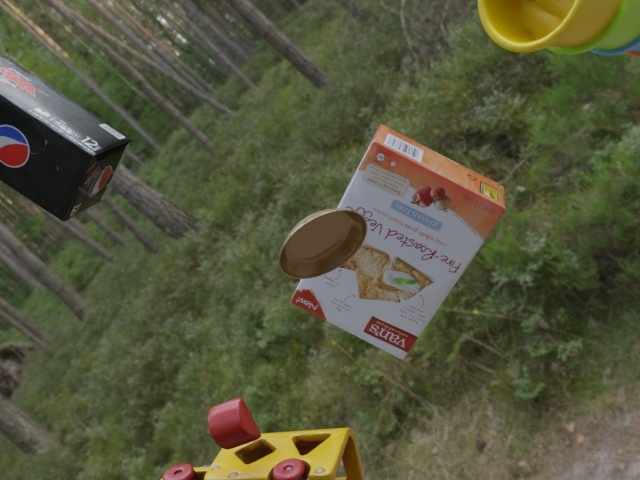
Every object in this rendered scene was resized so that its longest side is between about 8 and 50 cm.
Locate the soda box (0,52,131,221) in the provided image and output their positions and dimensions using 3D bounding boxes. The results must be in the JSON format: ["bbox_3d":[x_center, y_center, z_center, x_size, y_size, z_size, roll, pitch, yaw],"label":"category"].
[{"bbox_3d":[-0.221,-0.087,0.430,0.060,0.169,0.053,-56,1,24],"label":"soda box"}]

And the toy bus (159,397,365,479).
[{"bbox_3d":[-0.057,0.224,0.558,0.191,0.202,0.104,-55,-3,20],"label":"toy bus"}]

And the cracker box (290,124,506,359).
[{"bbox_3d":[0.082,0.008,0.721,0.232,0.155,0.067,-63,0,31],"label":"cracker box"}]

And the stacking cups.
[{"bbox_3d":[0.276,-0.207,0.547,0.316,0.096,0.096,-10,-19,-35],"label":"stacking cups"}]

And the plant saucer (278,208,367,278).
[{"bbox_3d":[0.000,0.000,0.538,0.083,0.015,0.083,-21,-35,-16],"label":"plant saucer"}]
